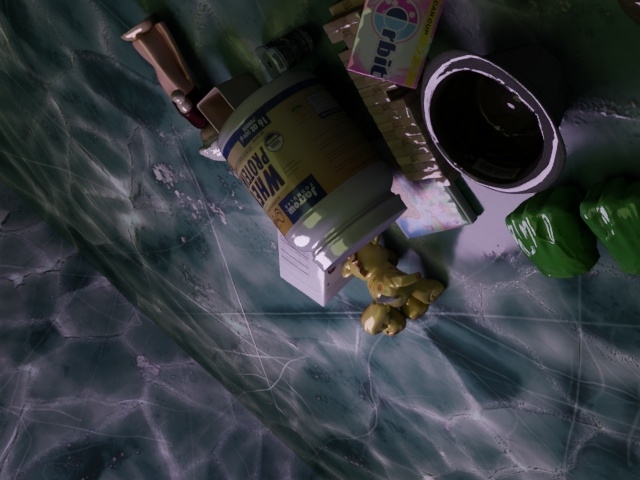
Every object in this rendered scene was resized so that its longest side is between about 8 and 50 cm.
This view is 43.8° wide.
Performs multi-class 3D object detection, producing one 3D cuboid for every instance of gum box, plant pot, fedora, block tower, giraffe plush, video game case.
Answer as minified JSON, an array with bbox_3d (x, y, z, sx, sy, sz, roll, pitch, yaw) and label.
[{"bbox_3d":[0.113,-0.317,1.141,0.107,0.062,0.188,17,122,0],"label":"gum box"},{"bbox_3d":[-0.167,-0.276,1.620,0.109,0.096,0.109,50,150,-10],"label":"plant pot"},{"bbox_3d":[0.268,-0.192,1.142,0.244,0.124,0.275,40,159,14],"label":"fedora"},{"bbox_3d":[0.129,-0.246,1.289,0.097,0.091,0.335,-2,126,54],"label":"block tower"},{"bbox_3d":[0.125,0.077,1.646,0.170,0.181,0.210,56,-171,32],"label":"giraffe plush"},{"bbox_3d":[0.168,-0.103,1.486,0.212,0.023,0.193,53,150,-14],"label":"video game case"}]

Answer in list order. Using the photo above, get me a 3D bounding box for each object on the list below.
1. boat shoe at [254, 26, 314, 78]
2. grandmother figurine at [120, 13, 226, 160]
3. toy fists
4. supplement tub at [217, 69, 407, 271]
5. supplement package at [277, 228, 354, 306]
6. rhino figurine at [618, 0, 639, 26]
[{"bbox_3d":[-0.063,-0.341,1.448,0.065,0.083,0.183,57,176,-19],"label":"boat shoe"},{"bbox_3d":[-0.288,-0.315,1.704,0.104,0.208,0.342,-30,111,14],"label":"grandmother figurine"},{"bbox_3d":[0.412,-0.025,1.207,0.279,0.096,0.142,-5,134,52],"label":"toy fists"},{"bbox_3d":[-0.012,-0.123,1.443,0.316,0.228,0.228,52,151,6],"label":"supplement tub"},{"bbox_3d":[0.000,0.000,1.712,0.134,0.139,0.244,33,149,23],"label":"supplement package"},{"bbox_3d":[0.384,-0.302,0.911,0.106,0.073,0.243,-10,122,51],"label":"rhino figurine"}]
